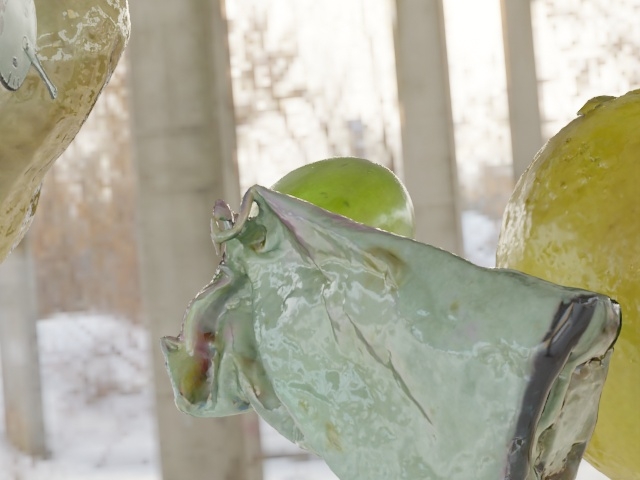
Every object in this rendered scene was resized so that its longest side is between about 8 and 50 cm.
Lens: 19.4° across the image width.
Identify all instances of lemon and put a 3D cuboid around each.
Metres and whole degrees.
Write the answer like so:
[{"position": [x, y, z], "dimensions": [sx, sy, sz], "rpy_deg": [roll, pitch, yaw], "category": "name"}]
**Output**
[{"position": [0.227, 0.035, 1.166], "dimensions": [0.263, 0.236, 0.236], "rpy_deg": [44, 26, 29], "category": "lemon"}]

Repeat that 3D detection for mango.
[{"position": [0.000, 0.000, 1.899], "dimensions": [0.192, 0.156, 0.343], "rpy_deg": [-33, 6, -3], "category": "mango"}]

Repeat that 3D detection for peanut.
[{"position": [-0.248, -0.072, 1.339], "dimensions": [0.149, 0.313, 0.149], "rpy_deg": [32, 14, -9], "category": "peanut"}]

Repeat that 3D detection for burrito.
[{"position": [0.028, 0.054, 0.900], "dimensions": [0.229, 0.144, 0.089], "rpy_deg": [25, 16, 35], "category": "burrito"}]

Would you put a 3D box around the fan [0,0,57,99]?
[{"position": [-0.133, -0.087, 0.836], "dimensions": [0.004, 0.056, 0.083], "rpy_deg": [-1, -31, 15], "category": "fan"}]
